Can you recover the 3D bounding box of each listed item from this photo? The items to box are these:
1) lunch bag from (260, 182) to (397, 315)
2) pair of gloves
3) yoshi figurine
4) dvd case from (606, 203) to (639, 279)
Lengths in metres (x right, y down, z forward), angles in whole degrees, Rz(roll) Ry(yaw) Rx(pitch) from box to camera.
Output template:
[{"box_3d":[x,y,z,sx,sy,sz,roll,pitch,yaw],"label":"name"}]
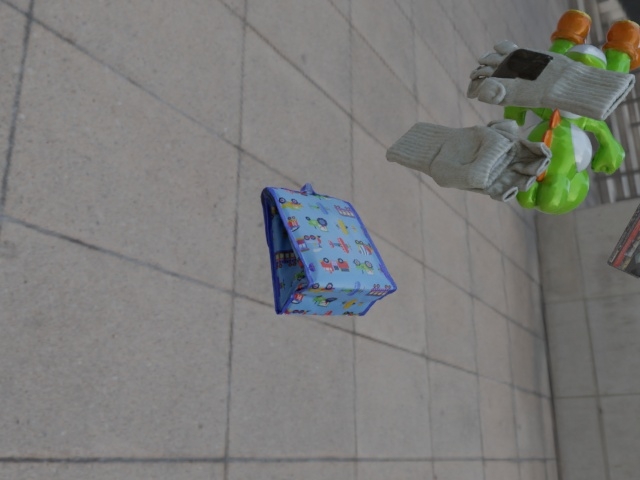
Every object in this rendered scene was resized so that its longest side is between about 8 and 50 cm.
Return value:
[{"box_3d":[0.000,0.000,1.443,0.220,0.138,0.293,6,56,-36],"label":"lunch bag"},{"box_3d":[0.212,-0.147,0.806,0.240,0.204,0.042,-41,130,-12],"label":"pair of gloves"},{"box_3d":[0.427,-0.196,1.192,0.203,0.203,0.362,30,76,-22],"label":"yoshi figurine"},{"box_3d":[0.327,-0.004,0.681,0.087,0.013,0.119,-64,177,8],"label":"dvd case"}]
